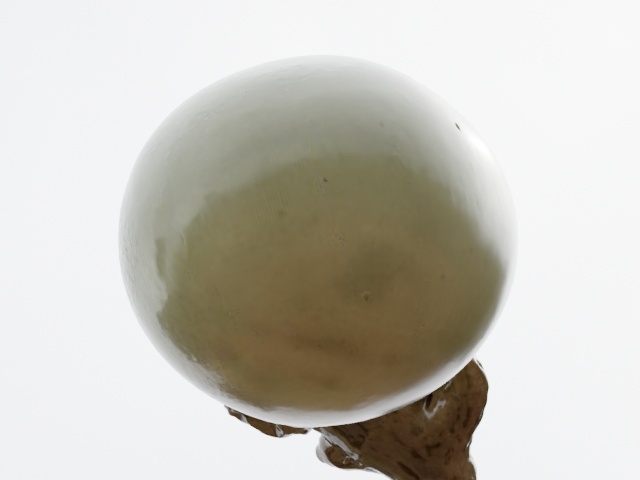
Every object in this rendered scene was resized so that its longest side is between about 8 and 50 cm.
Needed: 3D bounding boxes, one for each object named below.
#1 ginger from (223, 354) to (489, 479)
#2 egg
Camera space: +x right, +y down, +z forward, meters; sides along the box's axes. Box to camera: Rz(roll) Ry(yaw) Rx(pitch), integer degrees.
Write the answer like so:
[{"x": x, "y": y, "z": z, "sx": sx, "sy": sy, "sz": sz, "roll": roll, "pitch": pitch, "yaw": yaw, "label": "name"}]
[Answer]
[{"x": 0.019, "y": 0.105, "z": 1.355, "sx": 0.333, "sy": 0.080, "sz": 0.166, "roll": 41, "pitch": -62, "yaw": -2, "label": "ginger"}, {"x": 0.000, "y": 0.000, "z": 1.044, "sx": 0.219, "sy": 0.219, "sz": 0.269, "roll": -48, "pitch": -30, "yaw": 17, "label": "egg"}]
